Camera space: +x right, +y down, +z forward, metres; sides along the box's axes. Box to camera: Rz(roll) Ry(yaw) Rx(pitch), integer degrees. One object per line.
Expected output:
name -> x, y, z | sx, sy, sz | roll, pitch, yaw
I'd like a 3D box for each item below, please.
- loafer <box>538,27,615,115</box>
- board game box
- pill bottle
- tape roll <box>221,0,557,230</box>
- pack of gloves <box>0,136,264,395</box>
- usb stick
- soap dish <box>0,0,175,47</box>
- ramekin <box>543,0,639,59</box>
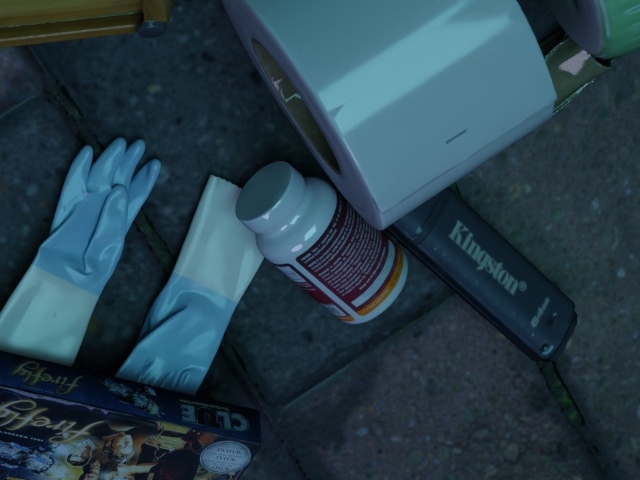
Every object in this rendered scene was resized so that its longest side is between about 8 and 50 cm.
loafer -> 0.229, -0.164, 1.410 | 0.056, 0.050, 0.148 | 41, 92, -24
board game box -> -0.194, 0.186, 1.360 | 0.243, 0.042, 0.165 | 15, 130, -21
pill bottle -> 0.000, 0.000, 1.364 | 0.086, 0.086, 0.152 | -48, 122, 2
tape roll -> 0.049, -0.152, 1.255 | 0.169, 0.246, 0.246 | -33, 113, -4
pack of gloves -> -0.167, 0.034, 1.367 | 0.195, 0.046, 0.232 | 28, 87, -24
usb stick -> 0.133, 0.010, 1.431 | 0.278, 0.045, 0.077 | 41, 58, -24
soap dish -> -0.240, -0.222, 1.134 | 0.291, 0.229, 0.118 | -7, 76, -4
ramekin -> 0.228, -0.292, 1.242 | 0.148, 0.303, 0.303 | -27, 113, 1
